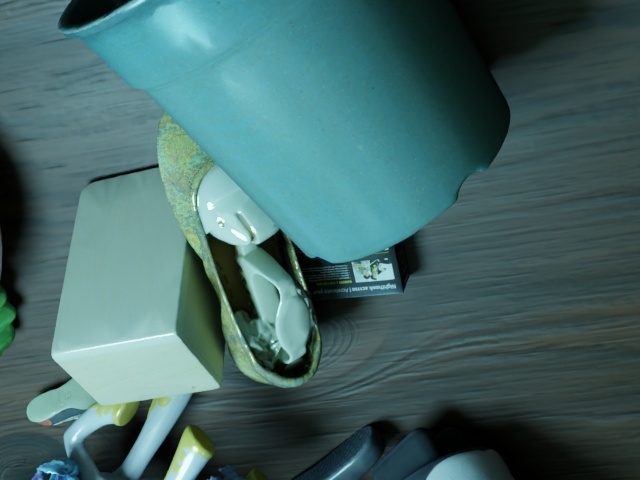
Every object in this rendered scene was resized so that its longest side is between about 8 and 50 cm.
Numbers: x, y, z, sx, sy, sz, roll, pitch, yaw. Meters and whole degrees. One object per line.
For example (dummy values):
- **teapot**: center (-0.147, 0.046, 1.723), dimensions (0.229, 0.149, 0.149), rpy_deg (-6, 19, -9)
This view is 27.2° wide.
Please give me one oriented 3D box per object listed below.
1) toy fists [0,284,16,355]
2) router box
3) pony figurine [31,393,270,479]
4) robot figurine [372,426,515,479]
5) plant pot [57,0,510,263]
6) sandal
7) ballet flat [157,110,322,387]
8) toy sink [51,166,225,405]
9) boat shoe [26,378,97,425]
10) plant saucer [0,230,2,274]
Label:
- **toy fists**: center (-0.476, 0.143, 1.647), dimensions (0.142, 0.096, 0.279), rpy_deg (31, 118, -3)
- **router box**: center (0.000, 0.000, 1.488), dimensions (0.179, 0.046, 0.133), rpy_deg (-5, 115, 16)
- **pony figurine**: center (-0.229, 0.367, 1.557), dimensions (0.363, 0.303, 0.351), rpy_deg (-45, 63, 11)
- **robot figurine**: center (0.169, 0.351, 1.514), dimensions (0.209, 0.278, 0.173), rpy_deg (-21, 150, -16)
- **plant pot**: center (-0.009, -0.181, 1.260), dimensions (0.341, 0.341, 0.334), rpy_deg (-29, 115, 24)
- **sandal**: center (-0.011, 0.324, 1.625), dimensions (0.054, 0.097, 0.254), rpy_deg (45, 117, -11)
- **ballet flat**: center (-0.073, 0.010, 1.411), dimensions (0.123, 0.123, 0.348), rpy_deg (-8, 116, 17)
- **toy sink**: center (-0.191, 0.051, 1.497), dimensions (0.152, 0.234, 0.131), rpy_deg (-11, 143, 17)
- **boat shoe**: center (-0.304, 0.201, 1.666), dimensions (0.137, 0.049, 0.043), rpy_deg (-23, 151, 20)
- **plant saucer**: center (-0.527, 0.004, 1.535), dimensions (0.332, 0.084, 0.332), rpy_deg (3, 99, 23)
